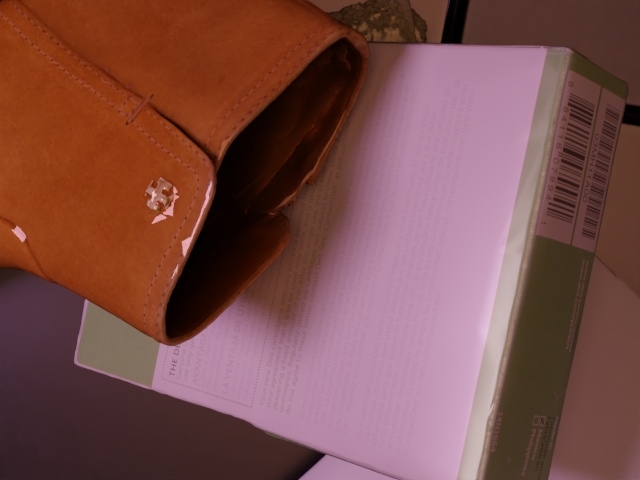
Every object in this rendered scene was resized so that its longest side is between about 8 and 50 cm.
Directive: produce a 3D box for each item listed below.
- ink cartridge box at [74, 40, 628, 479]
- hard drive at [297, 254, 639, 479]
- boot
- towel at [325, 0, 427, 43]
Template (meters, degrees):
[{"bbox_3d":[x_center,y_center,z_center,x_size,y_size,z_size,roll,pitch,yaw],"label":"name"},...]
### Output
[{"bbox_3d":[0.000,0.000,0.488,0.235,0.056,0.171,11,88,41],"label":"ink cartridge box"},{"bbox_3d":[0.052,0.190,0.487,0.353,0.047,0.233,-43,48,6],"label":"hard drive"},{"bbox_3d":[-0.129,-0.013,0.477,0.211,0.104,0.295,41,95,34],"label":"boot"},{"bbox_3d":[0.004,-0.040,0.550,0.110,0.027,0.148,-6,96,5],"label":"towel"}]
